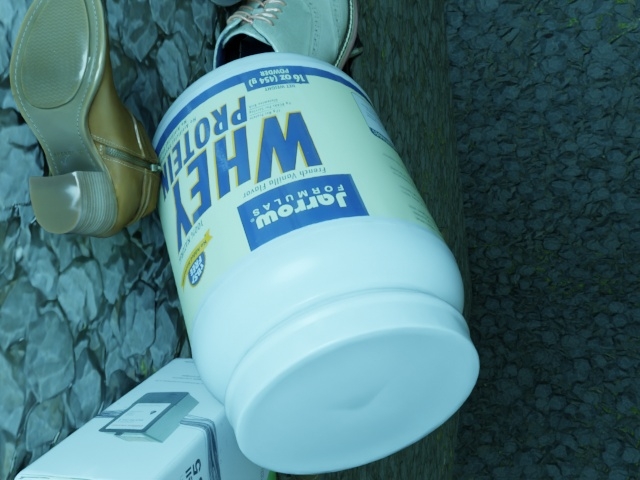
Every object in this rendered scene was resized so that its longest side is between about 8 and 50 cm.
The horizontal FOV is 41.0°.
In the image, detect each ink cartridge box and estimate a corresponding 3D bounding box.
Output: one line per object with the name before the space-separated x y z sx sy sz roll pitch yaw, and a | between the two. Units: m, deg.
ink cartridge box | -0.135 0.241 0.755 0.273 0.115 0.198 -36 125 -70

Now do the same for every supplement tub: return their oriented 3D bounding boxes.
supplement tub | -0.014 0.014 0.763 0.235 0.236 0.324 71 -2 -50

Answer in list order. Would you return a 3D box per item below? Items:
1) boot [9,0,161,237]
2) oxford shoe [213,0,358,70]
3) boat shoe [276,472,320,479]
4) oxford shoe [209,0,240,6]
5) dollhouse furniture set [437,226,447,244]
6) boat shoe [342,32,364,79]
boot | -0.177 -0.101 0.691 0.152 0.073 0.197 -23 119 -75
oxford shoe | -0.046 -0.246 1.020 0.146 0.141 0.396 41 49 -60
boat shoe | -0.035 0.254 1.112 0.341 0.110 0.121 63 32 -58
oxford shoe | -0.089 -0.350 0.991 0.076 0.076 0.212 -29 -140 62
dollhouse furniture set | 0.155 0.159 1.661 0.303 0.174 0.355 -36 125 -70
boat shoe | 0.022 -0.293 1.322 0.103 0.093 0.285 -36 125 -72
